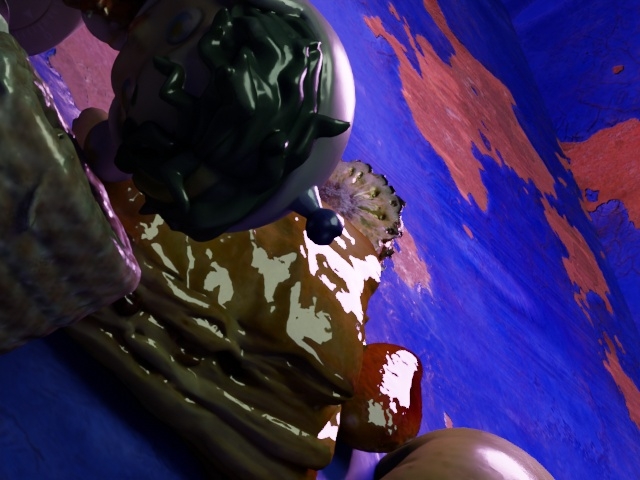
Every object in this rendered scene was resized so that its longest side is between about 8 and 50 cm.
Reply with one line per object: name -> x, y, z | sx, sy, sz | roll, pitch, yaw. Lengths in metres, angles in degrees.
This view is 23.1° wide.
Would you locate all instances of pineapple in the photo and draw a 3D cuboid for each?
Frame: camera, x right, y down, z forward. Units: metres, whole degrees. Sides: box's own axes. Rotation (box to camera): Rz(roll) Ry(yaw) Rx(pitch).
pineapple -> 0.003, 0.002, 1.760 | 0.161, 0.137, 0.176 | 8, 43, -9

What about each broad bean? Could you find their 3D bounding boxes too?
broad bean -> 0.057, 0.171, 1.670 | 0.114, 0.084, 0.165 | 24, 26, -2

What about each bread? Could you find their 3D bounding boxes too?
bread -> -0.084, 0.026, 1.367 | 0.370, 0.191, 0.314 | 50, 23, -23

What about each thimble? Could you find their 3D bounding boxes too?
thimble -> -0.226, -0.026, 1.068 | 0.196, 0.148, 0.229 | 60, -3, 7

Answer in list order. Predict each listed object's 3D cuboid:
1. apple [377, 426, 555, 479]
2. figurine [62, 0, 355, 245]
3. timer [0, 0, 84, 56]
apple -> 0.162, 0.384, 1.623 | 0.320, 0.311, 0.360 | -30, 88, -27
figurine -> -0.089, -0.158, 1.171 | 0.186, 0.261, 0.382 | 4, 45, -27
timer -> -0.273, -0.188, 1.245 | 0.175, 0.175, 0.266 | 52, 25, -23
